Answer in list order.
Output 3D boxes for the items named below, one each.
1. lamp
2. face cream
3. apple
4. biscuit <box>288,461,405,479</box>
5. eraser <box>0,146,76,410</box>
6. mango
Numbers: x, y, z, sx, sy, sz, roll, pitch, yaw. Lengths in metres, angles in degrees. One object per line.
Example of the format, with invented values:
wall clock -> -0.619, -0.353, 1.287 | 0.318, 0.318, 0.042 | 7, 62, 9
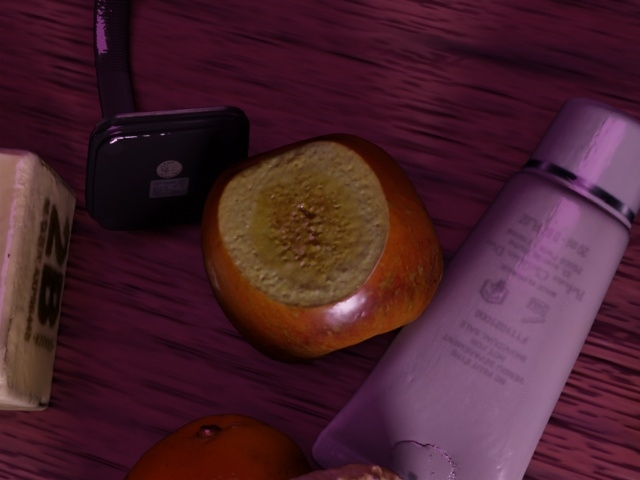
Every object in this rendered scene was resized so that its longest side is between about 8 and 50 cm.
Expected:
lamp -> -0.091, -0.157, 0.767 | 0.203, 0.124, 0.283 | -4, 71, -16
face cream -> 0.128, 0.052, 0.692 | 0.143, 0.089, 0.314 | 30, 88, 11
apple -> -0.006, 0.002, 0.671 | 0.146, 0.163, 0.147 | -23, 87, -6
biscuit -> -0.018, 0.228, 0.604 | 0.220, 0.220, 0.033 | -49, 44, -7
eraser -> -0.221, 0.031, 0.712 | 0.058, 0.117, 0.172 | 4, 76, 2
mango -> -0.081, 0.218, 0.643 | 0.144, 0.112, 0.219 | 23, 88, -31
